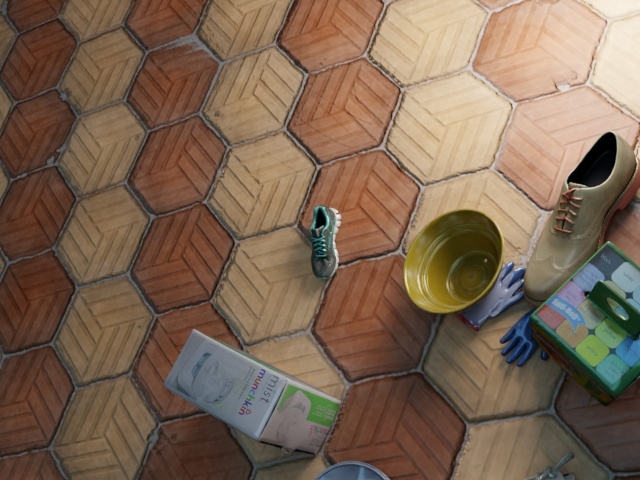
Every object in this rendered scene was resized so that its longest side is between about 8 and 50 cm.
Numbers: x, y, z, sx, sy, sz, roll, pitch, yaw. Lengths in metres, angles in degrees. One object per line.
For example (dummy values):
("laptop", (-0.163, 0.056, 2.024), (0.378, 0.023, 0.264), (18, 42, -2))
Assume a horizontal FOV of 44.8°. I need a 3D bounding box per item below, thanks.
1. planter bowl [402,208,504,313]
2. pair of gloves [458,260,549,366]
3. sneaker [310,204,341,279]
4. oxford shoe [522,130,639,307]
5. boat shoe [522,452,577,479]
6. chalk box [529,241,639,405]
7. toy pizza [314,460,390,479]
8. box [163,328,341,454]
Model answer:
("planter bowl", (0.271, 0.055, 1.481), (0.217, 0.090, 0.217), (-23, 50, 31))
("pair of gloves", (0.367, 0.139, 1.460), (0.159, 0.023, 0.198), (-49, 59, 2))
("sneaker", (0.000, 0.000, 1.644), (0.065, 0.076, 0.166), (-7, 68, 22))
("oxford shoe", (0.456, -0.044, 1.414), (0.123, 0.130, 0.348), (21, 76, 46))
("boat shoe", (0.392, 0.427, 1.274), (0.367, 0.136, 0.156), (4, 73, 22))
("chalk box", (0.462, 0.138, 1.250), (0.179, 0.289, 0.180), (-44, 67, 1))
("toy pizza", (0.060, 0.516, 1.446), (0.201, 0.032, 0.201), (-9, 66, 20))
("box", (-0.123, 0.296, 1.479), (0.231, 0.262, 0.126), (21, 80, 30))
